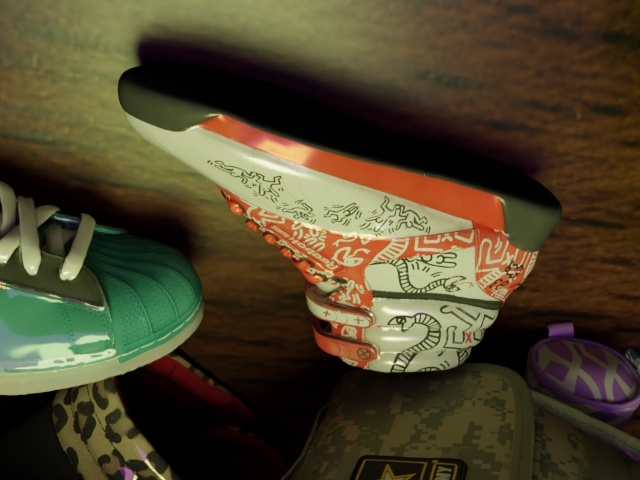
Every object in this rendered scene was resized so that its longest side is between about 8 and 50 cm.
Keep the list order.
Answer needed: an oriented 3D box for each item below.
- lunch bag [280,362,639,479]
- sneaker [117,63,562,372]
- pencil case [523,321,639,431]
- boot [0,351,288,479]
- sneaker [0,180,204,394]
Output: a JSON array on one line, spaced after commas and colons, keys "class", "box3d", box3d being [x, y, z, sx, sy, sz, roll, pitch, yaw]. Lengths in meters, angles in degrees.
[{"class": "lunch bag", "box3d": [0.099, 0.206, 0.398, 0.286, 0.235, 0.169, 26, 124, 4]}, {"class": "sneaker", "box3d": [0.001, 0.001, 0.420, 0.269, 0.090, 0.145, 15, 116, -19]}, {"class": "pencil case", "box3d": [0.172, 0.166, 0.545, 0.086, 0.088, 0.206, 0, 120, -20]}, {"class": "boot", "box3d": [-0.138, 0.257, 0.534, 0.284, 0.138, 0.377, -35, 111, 14]}, {"class": "sneaker", "box3d": [-0.214, 0.002, 0.382, 0.301, 0.108, 0.121, 4, 125, -9]}]
